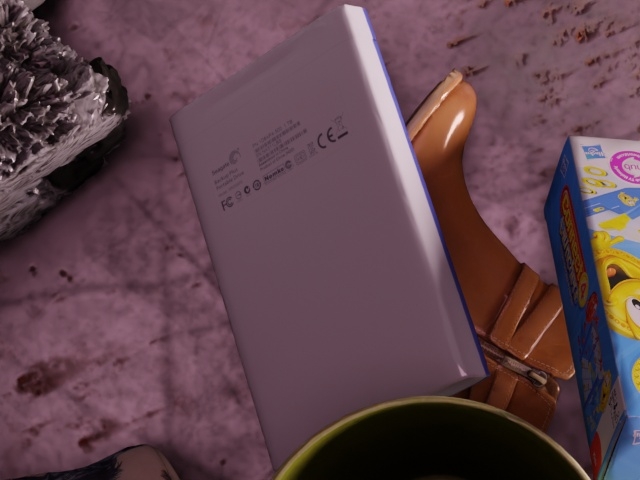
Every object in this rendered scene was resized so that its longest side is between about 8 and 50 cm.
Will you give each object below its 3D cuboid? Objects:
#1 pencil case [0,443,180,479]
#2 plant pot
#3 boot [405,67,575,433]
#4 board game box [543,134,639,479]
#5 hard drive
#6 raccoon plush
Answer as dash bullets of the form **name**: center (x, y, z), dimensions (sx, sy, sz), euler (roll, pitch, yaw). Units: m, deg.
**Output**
- **pencil case**: center (-0.308, 0.261, 1.570), dimensions (0.410, 0.183, 0.159), euler (-5, 112, -18)
- **plant pot**: center (0.087, 0.256, 1.535), dimensions (0.275, 0.293, 0.274), euler (0, 86, 4)
- **boot**: center (0.132, 0.022, 1.638), dimensions (0.220, 0.109, 0.283), euler (23, 91, 7)
- **board game box**: center (0.344, 0.059, 1.513), dimensions (0.308, 0.086, 0.302), euler (4, 43, -8)
- **hard drive**: center (0.000, 0.000, 1.606), dimensions (0.210, 0.040, 0.318), euler (-30, 69, 35)
- **raccoon plush**: center (-0.351, -0.138, 1.562), dimensions (0.299, 0.446, 0.216), euler (52, 124, 7)
